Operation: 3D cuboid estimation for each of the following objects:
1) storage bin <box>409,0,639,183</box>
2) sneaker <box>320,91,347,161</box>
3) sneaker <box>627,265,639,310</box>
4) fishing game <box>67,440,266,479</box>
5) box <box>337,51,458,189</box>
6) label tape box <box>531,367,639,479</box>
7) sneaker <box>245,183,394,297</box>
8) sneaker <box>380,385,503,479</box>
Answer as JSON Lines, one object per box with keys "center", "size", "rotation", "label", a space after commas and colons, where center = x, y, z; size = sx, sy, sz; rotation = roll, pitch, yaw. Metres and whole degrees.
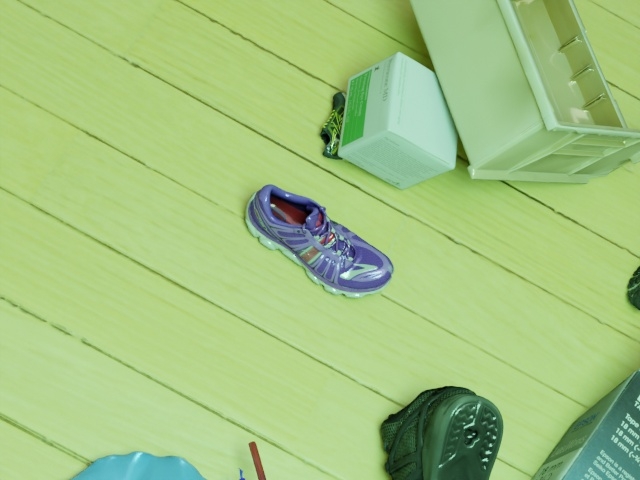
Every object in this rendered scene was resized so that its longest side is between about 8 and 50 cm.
{"center": [0.241, -0.205, 1.262], "size": [0.260, 0.123, 0.262], "rotation": [-1, 66, -44], "label": "storage bin"}
{"center": [0.017, -0.126, 1.261], "size": [0.035, 0.031, 0.083], "rotation": [1, 66, -12], "label": "sneaker"}
{"center": [0.413, 0.032, 1.290], "size": [0.162, 0.063, 0.073], "rotation": [-37, 85, -25], "label": "sneaker"}
{"center": [-0.162, 0.283, 1.030], "size": [0.264, 0.041, 0.189], "rotation": [-14, 64, -13], "label": "fishing game"}
{"center": [0.086, -0.126, 1.233], "size": [0.102, 0.087, 0.101], "rotation": [26, 61, -33], "label": "box"}
{"center": [0.334, 0.287, 1.136], "size": [0.240, 0.106, 0.334], "rotation": [42, 63, 4], "label": "label tape box"}
{"center": [0.000, 0.000, 1.181], "size": [0.170, 0.071, 0.068], "rotation": [28, 63, -4], "label": "sneaker"}
{"center": [0.099, 0.245, 1.108], "size": [0.087, 0.130, 0.228], "rotation": [15, 92, -14], "label": "sneaker"}
